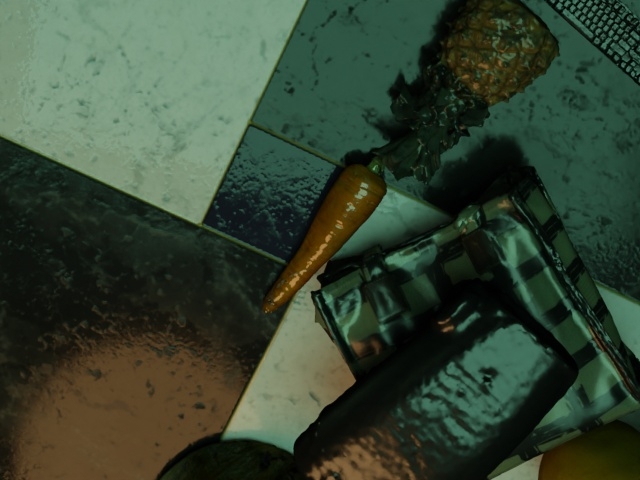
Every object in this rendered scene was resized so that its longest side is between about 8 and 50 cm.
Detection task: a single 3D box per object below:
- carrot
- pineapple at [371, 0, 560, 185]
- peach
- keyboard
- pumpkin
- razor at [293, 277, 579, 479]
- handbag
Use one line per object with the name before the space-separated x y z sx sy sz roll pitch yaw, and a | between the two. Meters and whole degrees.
carrot | 0.000 0.000 1.495 0.061 0.061 0.256 34 108 -11
pineapple | 0.161 -0.175 1.403 0.128 0.128 0.248 38 108 -12
peach | 0.396 0.322 1.512 0.251 0.251 0.153 28 87 -9
keyboard | 0.349 -0.250 1.427 0.195 0.018 0.060 38 108 -12
pumpkin | -0.096 0.365 1.578 0.312 0.148 0.169 -17 113 2
razor | 0.129 0.201 1.383 0.189 0.107 0.327 42 109 -4
handbag | 0.190 0.119 1.482 0.325 0.162 0.327 -28 105 13
